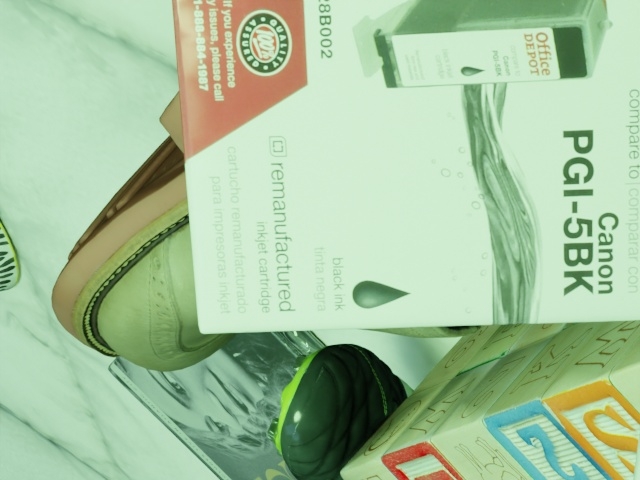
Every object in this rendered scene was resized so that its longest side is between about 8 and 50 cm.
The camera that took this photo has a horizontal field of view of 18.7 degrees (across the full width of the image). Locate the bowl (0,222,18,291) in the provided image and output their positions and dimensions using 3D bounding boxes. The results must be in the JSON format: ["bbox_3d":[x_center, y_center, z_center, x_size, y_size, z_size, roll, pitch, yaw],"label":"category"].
[{"bbox_3d":[-0.261,-0.011,1.112,0.170,0.080,0.170,36,154,20],"label":"bowl"}]

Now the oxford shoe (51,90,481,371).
[{"bbox_3d":[0.000,0.000,0.666,0.130,0.123,0.348,40,158,-2],"label":"oxford shoe"}]

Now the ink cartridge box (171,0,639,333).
[{"bbox_3d":[0.035,-0.032,0.485,0.056,0.135,0.099,-82,-11,-70],"label":"ink cartridge box"}]

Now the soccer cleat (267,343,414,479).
[{"bbox_3d":[0.037,0.086,0.788,0.072,0.060,0.179,16,169,27],"label":"soccer cleat"}]

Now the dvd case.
[{"bbox_3d":[-0.025,0.093,0.980,0.164,0.018,0.221,44,156,0],"label":"dvd case"}]

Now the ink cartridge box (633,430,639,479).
[{"bbox_3d":[0.210,0.085,0.379,0.307,0.072,0.304,21,134,25],"label":"ink cartridge box"}]

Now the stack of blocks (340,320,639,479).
[{"bbox_3d":[0.141,0.085,0.613,0.171,0.087,0.297,46,156,-4],"label":"stack of blocks"}]
